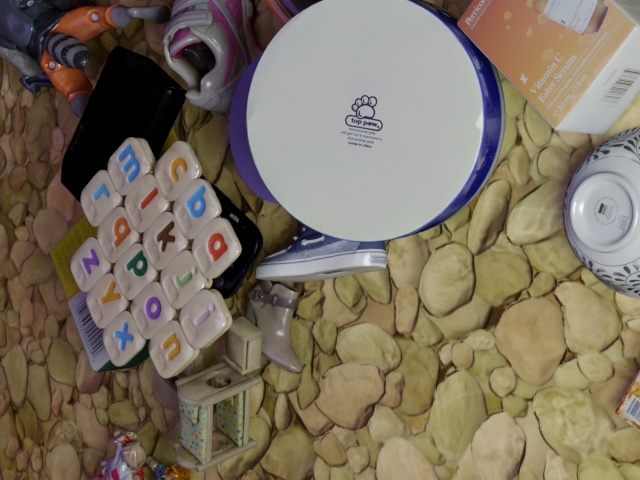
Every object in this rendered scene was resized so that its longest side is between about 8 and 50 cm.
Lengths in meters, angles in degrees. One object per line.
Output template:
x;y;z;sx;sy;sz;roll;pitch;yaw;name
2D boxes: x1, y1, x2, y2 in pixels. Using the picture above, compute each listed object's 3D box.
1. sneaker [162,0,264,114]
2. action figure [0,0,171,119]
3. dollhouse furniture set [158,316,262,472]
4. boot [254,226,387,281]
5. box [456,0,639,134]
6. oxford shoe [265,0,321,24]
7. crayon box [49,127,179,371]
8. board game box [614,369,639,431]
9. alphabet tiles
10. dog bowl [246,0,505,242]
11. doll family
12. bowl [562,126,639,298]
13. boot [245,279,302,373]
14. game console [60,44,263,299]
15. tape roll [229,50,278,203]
-0.145;-0.271;1.616;0.103;0.111;0.252;-37;65;38;sneaker
-0.370;-0.339;1.796;0.330;0.178;0.341;30;113;30;action figure
-0.166;0.169;1.615;0.161;0.101;0.182;33;131;39;dollhouse furniture set
0.000;0.000;1.519;0.190;0.069;0.086;-9;77;36;boot
0.242;-0.208;1.255;0.170;0.091;0.130;52;124;30;box
-0.030;-0.364;1.518;0.098;0.097;0.271;-28;71;35;oxford shoe
-0.229;0.016;1.722;0.318;0.081;0.202;-40;64;37;crayon box
0.377;0.123;1.161;0.147;0.045;0.193;42;118;36;board game box
-0.208;0.020;1.574;0.278;0.021;0.284;-44;64;35;alphabet tiles
0.059;-0.131;1.356;0.265;0.104;0.265;2;96;18;dog bowl
-0.227;0.383;1.726;0.163;0.118;0.263;-47;42;41;doll family
0.291;-0.026;1.219;0.170;0.080;0.170;2;92;45;bowl
-0.050;0.099;1.581;0.118;0.042;0.087;36;107;30;boot
-0.194;-0.075;1.605;0.361;0.044;0.213;42;114;33;game console
-0.018;-0.136;1.518;0.189;0.080;0.189;1;92;43;tape roll
